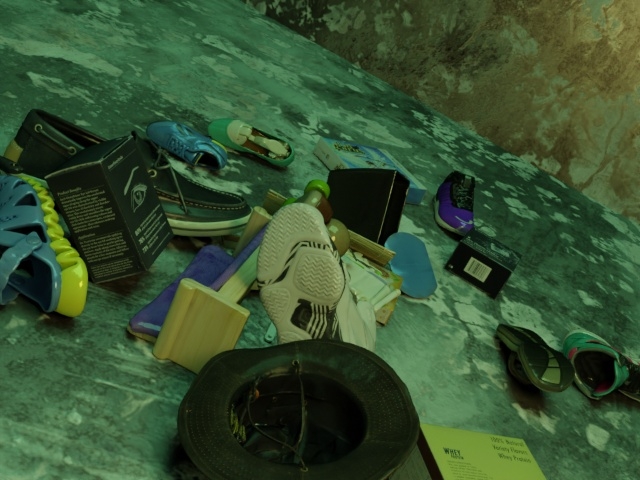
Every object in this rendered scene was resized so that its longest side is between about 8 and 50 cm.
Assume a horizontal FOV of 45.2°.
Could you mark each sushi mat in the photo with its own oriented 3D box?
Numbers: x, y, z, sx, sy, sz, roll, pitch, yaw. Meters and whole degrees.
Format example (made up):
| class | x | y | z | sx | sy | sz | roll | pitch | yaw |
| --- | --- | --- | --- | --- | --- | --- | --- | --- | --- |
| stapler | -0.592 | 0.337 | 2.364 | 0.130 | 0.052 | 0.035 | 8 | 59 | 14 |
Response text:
| class | x | y | z | sx | sy | sz | roll | pitch | yaw |
| --- | --- | --- | --- | --- | --- | --- | --- | --- | --- |
| sushi mat | 0.014 | -0.019 | 1.739 | 0.317 | 0.019 | 0.151 | 27 | -17 | -1 |

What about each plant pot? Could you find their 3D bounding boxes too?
| class | x | y | z | sx | sy | sz | roll | pitch | yaw |
| --- | --- | --- | --- | --- | --- | --- | --- | --- | --- |
| plant pot | 0.099 | -0.082 | 1.838 | 0.167 | 0.187 | 0.188 | 15 | 0 | 18 |

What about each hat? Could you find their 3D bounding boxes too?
| class | x | y | z | sx | sy | sz | roll | pitch | yaw |
| --- | --- | --- | --- | --- | --- | --- | --- | --- | --- |
| hat | -0.032 | 0.280 | 1.078 | 0.332 | 0.133 | 0.331 | 3 | 31 | -2 |

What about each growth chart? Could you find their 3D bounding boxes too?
| class | x | y | z | sx | sy | sz | roll | pitch | yaw |
| --- | --- | --- | --- | --- | --- | --- | --- | --- | --- |
| growth chart | 0.060 | 0.064 | 1.618 | 0.237 | 0.021 | 0.172 | 37 | 29 | 22 |

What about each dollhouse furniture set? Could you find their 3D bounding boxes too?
| class | x | y | z | sx | sy | sz | roll | pitch | yaw |
| --- | --- | --- | --- | --- | --- | --- | --- | --- | --- |
| dollhouse furniture set | -0.140 | -0.004 | 1.595 | 0.114 | 0.081 | 0.091 | 13 | 28 | -27 |

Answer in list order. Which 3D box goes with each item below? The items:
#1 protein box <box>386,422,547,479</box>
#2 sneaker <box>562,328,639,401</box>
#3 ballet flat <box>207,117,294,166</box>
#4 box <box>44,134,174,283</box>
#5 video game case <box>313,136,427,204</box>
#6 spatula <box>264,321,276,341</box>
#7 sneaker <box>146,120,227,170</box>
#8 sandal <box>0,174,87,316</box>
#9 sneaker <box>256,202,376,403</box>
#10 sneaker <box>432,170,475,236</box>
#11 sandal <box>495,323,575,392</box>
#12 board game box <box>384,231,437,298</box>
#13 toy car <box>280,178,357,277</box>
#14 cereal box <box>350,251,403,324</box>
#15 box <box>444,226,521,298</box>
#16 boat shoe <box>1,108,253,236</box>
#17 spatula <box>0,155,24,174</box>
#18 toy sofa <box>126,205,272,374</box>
| class | x | y | z | sx | sy | sz | roll | pitch | yaw |
| --- | --- | --- | --- | --- | --- | --- | --- | --- | --- |
| protein box | 0.226 | 0.395 | 1.113 | 0.200 | 0.136 | 0.201 | 14 | 28 | -23 |
| sneaker | 0.685 | 0.309 | 1.738 | 0.296 | 0.123 | 0.178 | 26 | 19 | 16 |
| ballet flat | -0.177 | -0.272 | 2.059 | 0.247 | 0.083 | 0.087 | 22 | -16 | -15 |
| box | -0.356 | -0.056 | 1.323 | 0.108 | 0.207 | 0.153 | -14 | 20 | 14 |
| video game case | 0.149 | -0.209 | 2.303 | 0.270 | 0.061 | 0.244 | 5 | 31 | -38 |
| spatula | -0.018 | 0.154 | 1.484 | 0.168 | 0.019 | 0.242 | 26 | 25 | -3 |
| sneaker | -0.326 | -0.229 | 1.869 | 0.209 | 0.069 | 0.082 | 23 | 29 | -9 |
| sandal | -0.484 | -0.001 | 1.217 | 0.138 | 0.126 | 0.317 | -3 | 36 | -41 |
| sneaker | 0.001 | 0.105 | 1.280 | 0.137 | 0.365 | 0.210 | -9 | 11 | 14 |
| sneaker | 0.410 | -0.126 | 2.293 | 0.102 | 0.146 | 0.293 | 21 | 25 | -13 |
| sandal | 0.457 | 0.265 | 1.668 | 0.120 | 0.086 | 0.303 | 18 | 11 | -6 |
| board game box | 0.204 | 0.063 | 1.815 | 0.133 | 0.033 | 0.168 | 0 | 66 | -37 |
| toy car | 0.000 | 0.000 | 1.566 | 0.188 | 0.149 | 0.155 | 44 | 35 | -15 |
| cereal box | 0.056 | 0.077 | 1.670 | 0.240 | 0.047 | 0.173 | 27 | 25 | 3 |
| box | 0.430 | 0.055 | 2.027 | 0.156 | 0.093 | 0.158 | 32 | 24 | 12 |
| boat shoe | -0.357 | -0.127 | 1.513 | 0.500 | 0.156 | 0.187 | 16 | 14 | -20 |
| spatula | -0.603 | -0.145 | 1.382 | 0.084 | 0.030 | 0.296 | -1 | 9 | -43 |
| toy sofa | -0.171 | 0.068 | 1.339 | 0.177 | 0.150 | 0.362 | 29 | 26 | 3 |
